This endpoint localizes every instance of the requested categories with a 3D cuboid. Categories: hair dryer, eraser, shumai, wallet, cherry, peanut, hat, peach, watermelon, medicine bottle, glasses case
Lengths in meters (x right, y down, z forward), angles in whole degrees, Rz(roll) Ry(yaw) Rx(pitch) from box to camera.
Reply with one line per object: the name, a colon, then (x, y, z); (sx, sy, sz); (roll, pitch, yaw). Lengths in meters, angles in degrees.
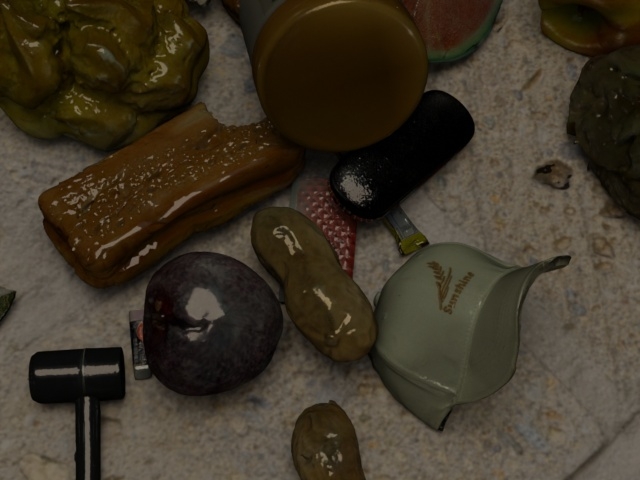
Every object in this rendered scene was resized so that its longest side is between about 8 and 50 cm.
hair dryer: (-0.319, 0.250, 1.735); (0.124, 0.071, 0.219); (-5, 73, -2)
eraser: (-0.248, 0.142, 1.805); (0.027, 0.019, 0.099); (-6, 64, -4)
shumai: (0.510, -0.174, 1.826); (0.217, 0.283, 0.346); (-27, 70, -15)
wallet: (0.000, 0.000, 1.871); (0.103, 0.020, 0.197); (0, 66, 10)
cherry: (-0.144, 0.113, 1.738); (0.195, 0.195, 0.195); (0, 65, -1)
peanut: (-0.011, 0.052, 1.774); (0.101, 0.117, 0.263); (-33, 59, 5)
hat: (0.183, 0.088, 1.717); (0.168, 0.301, 0.258); (32, 65, -10)
peach: (0.504, -0.479, 1.996); (0.306, 0.242, 0.380); (18, 65, 13)
watermelon: (0.194, -0.350, 2.015); (0.146, 0.128, 0.231); (26, 79, -19)
peanut: (0.016, 0.310, 1.698); (0.099, 0.099, 0.214); (-12, 71, -7)
medicine bottle: (0.013, -0.282, 1.853); (0.237, 0.238, 0.232); (-10, 38, -6)
glasses case: (0.119, -0.124, 1.896); (0.103, 0.067, 0.266); (46, 61, 9)

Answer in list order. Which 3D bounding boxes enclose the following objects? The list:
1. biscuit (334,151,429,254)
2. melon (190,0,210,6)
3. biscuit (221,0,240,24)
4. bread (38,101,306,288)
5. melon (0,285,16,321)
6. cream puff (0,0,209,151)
biscuit: (0.062, -0.101, 1.923); (0.048, 0.026, 0.292); (-27, 68, -18)
melon: (-0.235, -0.422, 2.042); (0.182, 0.054, 0.098); (31, 35, 6)
biscuit: (-0.061, -0.415, 2.050); (0.220, 0.066, 0.221); (-1, 62, 1)
bread: (-0.208, -0.083, 1.868); (0.380, 0.109, 0.185); (-31, 58, -17)
melon: (-0.526, 0.092, 1.778); (0.202, 0.139, 0.093); (-40, 49, -15)
cream puff: (-0.330, -0.300, 1.889); (0.324, 0.257, 0.291); (11, 68, 5)
